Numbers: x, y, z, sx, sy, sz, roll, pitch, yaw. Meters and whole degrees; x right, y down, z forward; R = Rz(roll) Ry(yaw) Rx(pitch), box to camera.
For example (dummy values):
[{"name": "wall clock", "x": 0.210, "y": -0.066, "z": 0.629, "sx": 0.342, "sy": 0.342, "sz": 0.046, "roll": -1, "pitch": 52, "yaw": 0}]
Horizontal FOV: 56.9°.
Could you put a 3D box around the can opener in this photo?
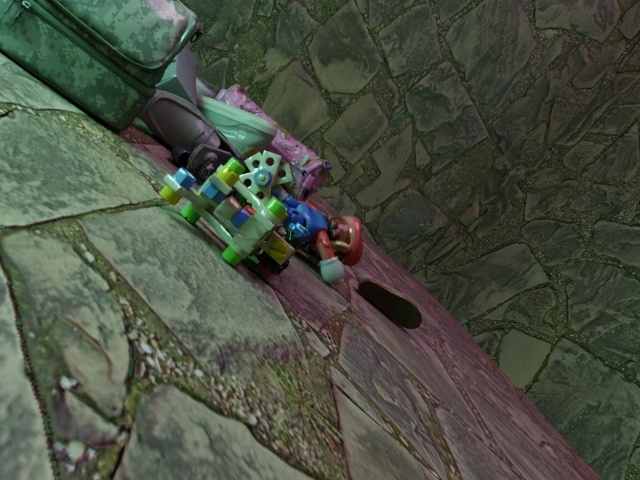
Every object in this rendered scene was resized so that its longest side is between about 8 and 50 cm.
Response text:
[{"name": "can opener", "x": -0.215, "y": -0.165, "z": 1.307, "sx": 0.095, "sy": 0.076, "sz": 0.283, "roll": 35, "pitch": 11, "yaw": 22}]

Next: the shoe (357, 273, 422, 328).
[{"name": "shoe", "x": 0.191, "y": 0.163, "z": 1.612, "sx": 0.219, "sy": 0.076, "sz": 0.058, "roll": 38, "pitch": 12, "yaw": -16}]

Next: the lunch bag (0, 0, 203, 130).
[{"name": "lunch bag", "x": -0.394, "y": -0.385, "z": 1.030, "sx": 0.305, "sy": 0.256, "sz": 0.212, "roll": 37, "pitch": 7, "yaw": -30}]

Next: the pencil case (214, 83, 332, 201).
[{"name": "pencil case", "x": -0.152, "y": -0.280, "z": 1.711, "sx": 0.386, "sy": 0.167, "sz": 0.160, "roll": 42, "pitch": 46, "yaw": 9}]

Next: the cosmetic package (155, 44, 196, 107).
[{"name": "cosmetic package", "x": -0.371, "y": -0.390, "z": 1.405, "sx": 0.107, "sy": 0.127, "sz": 0.238, "roll": 60, "pitch": 10, "yaw": -47}]

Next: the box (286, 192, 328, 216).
[{"name": "box", "x": 0.002, "y": -0.066, "z": 2.083, "sx": 0.324, "sy": 0.067, "sz": 0.063, "roll": 39, "pitch": 8, "yaw": -28}]

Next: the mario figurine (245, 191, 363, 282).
[{"name": "mario figurine", "x": -0.039, "y": -0.006, "z": 1.376, "sx": 0.320, "sy": 0.198, "sz": 0.170, "roll": 28, "pitch": -28, "yaw": -34}]

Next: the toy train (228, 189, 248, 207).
[{"name": "toy train", "x": -0.179, "y": -0.092, "z": 1.368, "sx": 0.083, "sy": 0.023, "sz": 0.017, "roll": 37, "pitch": 8, "yaw": -40}]

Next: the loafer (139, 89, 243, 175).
[{"name": "loafer", "x": -0.273, "y": -0.228, "z": 1.336, "sx": 0.111, "sy": 0.112, "sz": 0.319, "roll": 36, "pitch": 1, "yaw": 38}]

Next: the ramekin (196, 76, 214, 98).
[{"name": "ramekin", "x": -0.459, "y": -0.479, "z": 1.811, "sx": 0.277, "sy": 0.135, "sz": 0.277, "roll": 41, "pitch": 6, "yaw": -5}]

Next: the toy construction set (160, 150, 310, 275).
[{"name": "toy construction set", "x": -0.117, "y": -0.050, "z": 0.991, "sx": 0.215, "sy": 0.151, "sz": 0.327, "roll": 41, "pitch": 17, "yaw": 0}]

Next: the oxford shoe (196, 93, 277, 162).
[{"name": "oxford shoe", "x": -0.323, "y": -0.319, "z": 1.558, "sx": 0.449, "sy": 0.130, "sz": 0.169, "roll": 24, "pitch": 10, "yaw": 20}]
